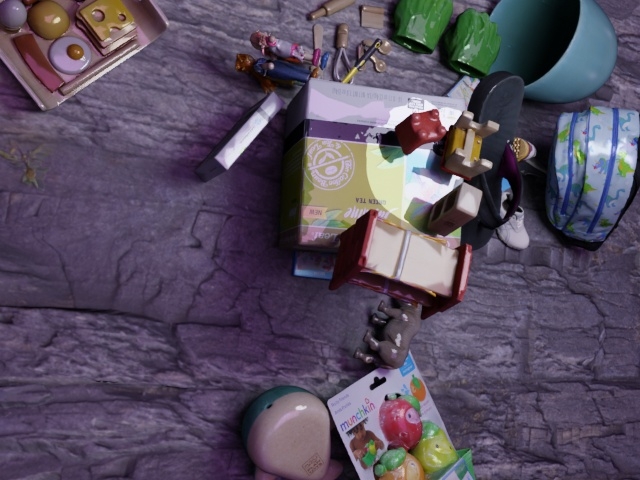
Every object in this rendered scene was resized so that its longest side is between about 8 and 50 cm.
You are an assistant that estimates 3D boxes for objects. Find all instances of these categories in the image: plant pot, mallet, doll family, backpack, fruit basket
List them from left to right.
[{"bbox_3d":[-0.084,-0.349,1.437,0.163,0.263,0.118,15,102,3],"label":"doll family"},{"bbox_3d":[0.068,-0.380,1.566,0.062,0.039,0.189,37,83,-32],"label":"mallet"},{"bbox_3d":[0.189,0.436,1.486,0.327,0.165,0.352,-17,87,-51],"label":"fruit basket"},{"bbox_3d":[0.577,-0.467,1.728,0.235,0.293,0.292,15,79,-34],"label":"plant pot"},{"bbox_3d":[0.656,-0.171,1.702,0.274,0.355,0.290,17,76,2],"label":"backpack"}]

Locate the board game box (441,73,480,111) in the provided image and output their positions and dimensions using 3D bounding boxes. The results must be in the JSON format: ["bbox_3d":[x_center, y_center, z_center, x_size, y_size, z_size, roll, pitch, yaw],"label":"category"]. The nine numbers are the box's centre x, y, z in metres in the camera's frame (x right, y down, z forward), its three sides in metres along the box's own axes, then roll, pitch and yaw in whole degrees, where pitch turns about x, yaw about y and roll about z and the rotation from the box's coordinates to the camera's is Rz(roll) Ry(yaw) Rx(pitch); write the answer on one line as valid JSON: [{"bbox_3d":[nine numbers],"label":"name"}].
[{"bbox_3d":[0.380,-0.329,1.753,0.103,0.026,0.154,-46,105,-22],"label":"board game box"}]

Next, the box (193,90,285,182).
[{"bbox_3d":[-0.163,-0.204,1.409,0.038,0.145,0.186,44,68,-15],"label":"box"}]

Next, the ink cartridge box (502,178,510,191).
[{"bbox_3d":[0.343,-0.112,1.672,0.180,0.104,0.060,-27,99,-26],"label":"ink cartridge box"}]

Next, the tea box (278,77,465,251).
[{"bbox_3d":[0.099,-0.130,1.446,0.329,0.220,0.323,3,87,-14],"label":"tea box"}]

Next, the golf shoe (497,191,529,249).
[{"bbox_3d":[0.471,-0.048,1.742,0.176,0.086,0.069,49,65,-16],"label":"golf shoe"}]

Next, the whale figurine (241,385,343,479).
[{"bbox_3d":[-0.055,0.405,1.436,0.216,0.141,0.272,-40,127,-13],"label":"whale figurine"}]

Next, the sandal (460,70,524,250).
[{"bbox_3d":[0.359,-0.133,1.494,0.168,0.107,0.445,-29,138,-26],"label":"sandal"}]

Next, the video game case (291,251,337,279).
[{"bbox_3d":[0.000,0.000,1.544,0.119,0.015,0.166,8,82,-26],"label":"video game case"}]

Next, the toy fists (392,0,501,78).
[{"bbox_3d":[0.302,-0.497,1.685,0.279,0.096,0.142,20,87,-13],"label":"toy fists"}]

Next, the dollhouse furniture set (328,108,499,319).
[{"bbox_3d":[0.172,-0.066,1.293,0.201,0.152,0.374,21,67,-12],"label":"dollhouse furniture set"}]

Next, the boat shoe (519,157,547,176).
[{"bbox_3d":[0.487,-0.196,1.789,0.206,0.075,0.065,18,121,-29],"label":"boat shoe"}]

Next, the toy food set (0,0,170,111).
[{"bbox_3d":[-0.460,-0.409,1.308,0.306,0.092,0.219,-42,104,-22],"label":"toy food set"}]

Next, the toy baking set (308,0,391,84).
[{"bbox_3d":[0.062,-0.454,1.604,0.256,0.030,0.196,-29,99,-25],"label":"toy baking set"}]

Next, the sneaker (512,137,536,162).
[{"bbox_3d":[0.418,-0.205,1.689,0.084,0.186,0.069,8,88,-49],"label":"sneaker"}]

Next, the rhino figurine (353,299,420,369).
[{"bbox_3d":[0.167,0.183,1.568,0.106,0.073,0.243,29,52,3],"label":"rhino figurine"}]
